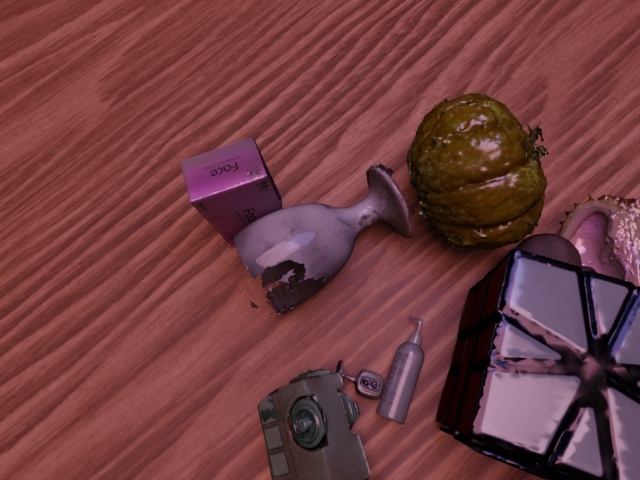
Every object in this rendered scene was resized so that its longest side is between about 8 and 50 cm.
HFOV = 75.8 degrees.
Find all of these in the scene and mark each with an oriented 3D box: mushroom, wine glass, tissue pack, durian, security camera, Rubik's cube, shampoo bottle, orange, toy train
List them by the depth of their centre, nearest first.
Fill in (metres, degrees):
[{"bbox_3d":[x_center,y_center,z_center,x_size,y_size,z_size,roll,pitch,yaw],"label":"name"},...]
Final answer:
[{"bbox_3d":[0.367,0.216,0.645,0.288,0.283,0.294,20,76,11],"label":"Rubik's cube"},{"bbox_3d":[0.003,0.386,0.681,0.159,0.129,0.327,-31,66,30],"label":"toy train"},{"bbox_3d":[0.415,0.049,0.754,0.141,0.188,0.117,-2,67,19],"label":"mushroom"},{"bbox_3d":[0.275,-0.130,0.775,0.223,0.300,0.301,-20,46,12],"label":"orange"},{"bbox_3d":[0.162,0.240,0.777,0.056,0.056,0.195,20,73,12],"label":"shampoo bottle"},{"bbox_3d":[0.567,0.030,0.779,0.137,0.183,0.250,-1,68,-28],"label":"durian"},{"bbox_3d":[0.075,0.266,0.782,0.092,0.058,0.058,12,71,1],"label":"security camera"},{"bbox_3d":[0.000,-0.004,0.817,0.356,0.190,0.191,-30,70,-8],"label":"wine glass"},{"bbox_3d":[-0.161,-0.084,0.828,0.148,0.246,0.093,-19,70,0],"label":"tissue pack"}]
